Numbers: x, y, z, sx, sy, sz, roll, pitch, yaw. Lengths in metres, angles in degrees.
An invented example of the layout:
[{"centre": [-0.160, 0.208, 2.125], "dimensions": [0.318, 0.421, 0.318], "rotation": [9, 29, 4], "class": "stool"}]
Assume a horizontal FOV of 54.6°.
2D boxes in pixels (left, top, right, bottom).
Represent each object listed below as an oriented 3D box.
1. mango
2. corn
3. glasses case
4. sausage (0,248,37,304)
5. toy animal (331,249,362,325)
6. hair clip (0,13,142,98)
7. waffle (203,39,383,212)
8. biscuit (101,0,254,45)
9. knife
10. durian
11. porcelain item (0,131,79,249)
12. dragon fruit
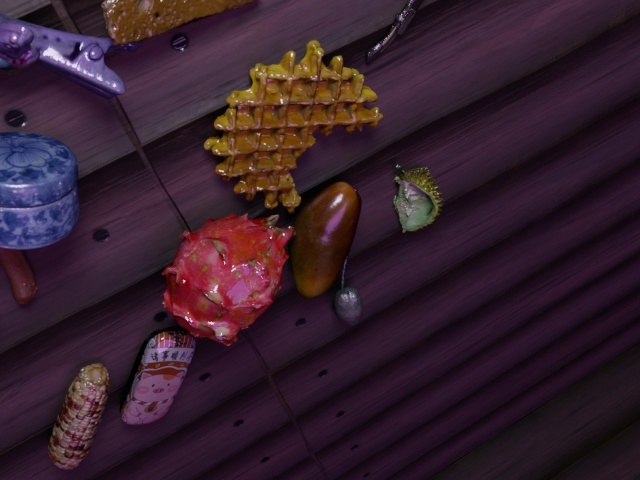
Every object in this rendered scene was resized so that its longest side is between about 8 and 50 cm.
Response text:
[{"centre": [0.000, 0.000, 1.217], "dimensions": [0.133, 0.111, 0.267], "rotation": [-19, 137, -43], "class": "mango"}, {"centre": [-0.477, 0.351, 1.231], "dimensions": [0.086, 0.086, 0.253], "rotation": [7, 122, -39], "class": "corn"}, {"centre": [-0.338, 0.283, 1.277], "dimensions": [0.103, 0.067, 0.267], "rotation": [2, 127, -38], "class": "glasses case"}, {"centre": [-0.482, 0.033, 0.965], "dimensions": [0.043, 0.043, 0.186], "rotation": [-20, 137, -19], "class": "sausage"}, {"centre": [0.057, 0.111, 1.386], "dimensions": [0.070, 0.079, 0.253], "rotation": [-25, 138, -15], "class": "toy animal"}, {"centre": [-0.350, -0.237, 0.754], "dimensions": [0.278, 0.137, 0.090], "rotation": [3, 90, -37], "class": "hair clip"}, {"centre": [-0.054, -0.191, 1.040], "dimensions": [0.293, 0.069, 0.260], "rotation": [-44, 137, 12], "class": "waffle"}, {"centre": [-0.179, -0.346, 0.799], "dimensions": [0.237, 0.026, 0.131], "rotation": [-31, 137, -28], "class": "biscuit"}, {"centre": [0.151, -0.384, 1.035], "dimensions": [0.222, 0.021, 0.045], "rotation": [-45, 142, 8], "class": "knife"}, {"centre": [0.205, -0.093, 1.307], "dimensions": [0.100, 0.086, 0.215], "rotation": [-16, 139, -3], "class": "durian"}, {"centre": [-0.405, -0.073, 0.839], "dimensions": [0.147, 0.147, 0.114], "rotation": [-7, 130, -30], "class": "porcelain item"}, {"centre": [-0.157, 0.051, 1.092], "dimensions": [0.268, 0.205, 0.210], "rotation": [-41, 113, -6], "class": "dragon fruit"}]
